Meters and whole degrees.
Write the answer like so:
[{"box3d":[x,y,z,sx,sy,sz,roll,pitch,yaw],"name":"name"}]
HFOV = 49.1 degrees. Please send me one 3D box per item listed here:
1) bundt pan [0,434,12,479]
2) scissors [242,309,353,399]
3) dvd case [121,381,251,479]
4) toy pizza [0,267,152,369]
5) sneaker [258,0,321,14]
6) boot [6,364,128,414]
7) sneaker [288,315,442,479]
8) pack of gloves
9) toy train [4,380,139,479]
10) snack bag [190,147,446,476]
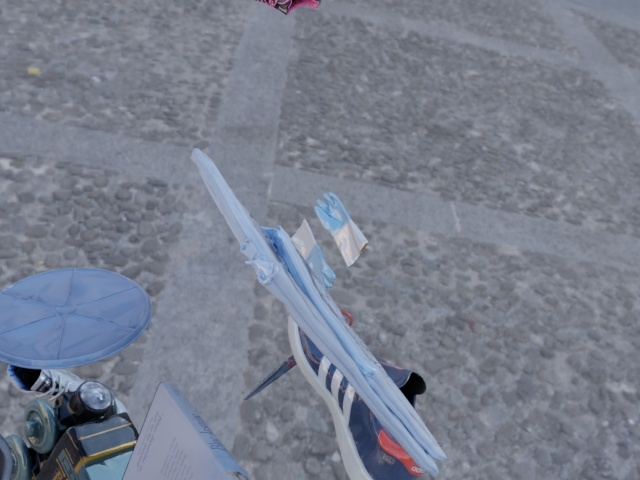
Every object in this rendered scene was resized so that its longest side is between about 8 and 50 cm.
[{"box3d":[-0.491,0.248,0.714,0.331,0.330,0.124,-7,25,-26],"name":"bundt pan"},{"box3d":[-0.056,0.252,1.555,0.297,0.108,0.021,-24,5,2],"name":"scissors"},{"box3d":[-0.130,0.248,0.601,0.022,0.180,0.253,22,-1,-29],"name":"dvd case"},{"box3d":[-0.306,0.097,0.849,0.202,0.032,0.201,3,30,-2],"name":"toy pizza"},{"box3d":[-0.053,-0.298,0.840,0.120,0.047,0.057,-2,74,4],"name":"sneaker"},{"box3d":[-0.468,0.286,1.266,0.258,0.123,0.095,13,66,36],"name":"boot"},{"box3d":[0.072,0.209,1.083,0.131,0.148,0.350,17,36,-51],"name":"sneaker"},{"box3d":[0.000,0.000,1.722,0.046,0.195,0.232,19,28,-40],"name":"pack of gloves"},{"box3d":[-0.371,0.352,1.008,0.142,0.334,0.190,-1,46,-52],"name":"toy train"},{"box3d":[-0.010,0.061,0.768,0.037,0.342,0.323,-37,34,0],"name":"snack bag"}]
